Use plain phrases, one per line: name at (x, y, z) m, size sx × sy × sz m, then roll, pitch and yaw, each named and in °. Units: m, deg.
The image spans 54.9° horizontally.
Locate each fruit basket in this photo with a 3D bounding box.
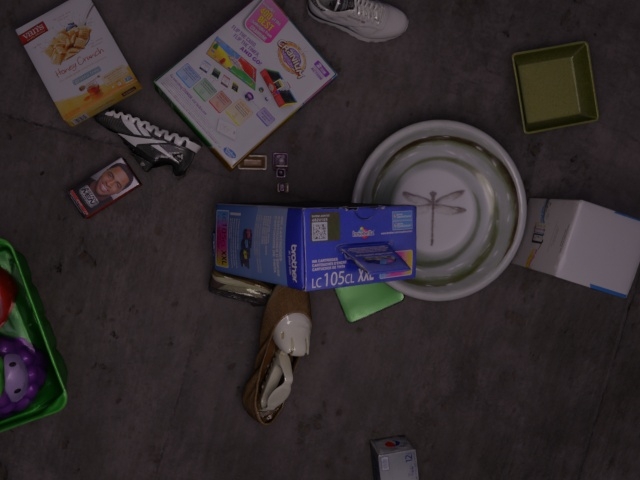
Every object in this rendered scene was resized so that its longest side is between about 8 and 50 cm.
fruit basket at (-0.679, 0.205, 1.175) m, size 0.282 × 0.392 × 0.393 m, roll -19°, pitch 95°, yaw -5°

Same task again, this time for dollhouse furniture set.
dollhouse furniture set at (-0.125, -0.153, 1.358) m, size 0.114 × 0.081 × 0.091 m, roll 1°, pitch 93°, yaw -6°

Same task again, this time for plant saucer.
plant saucer at (0.259, -0.066, 1.396) m, size 0.399 × 0.100 × 0.401 m, roll 0°, pitch 93°, yaw -6°
plant saucer at (0.541, -0.354, 1.440) m, size 0.188 × 0.045 × 0.189 m, roll -11°, pitch 95°, yaw -6°

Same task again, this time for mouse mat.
mouse mat at (0.098, 0.082, 1.434) m, size 0.152 × 0.007 × 0.190 m, roll -22°, pitch 96°, yaw -5°

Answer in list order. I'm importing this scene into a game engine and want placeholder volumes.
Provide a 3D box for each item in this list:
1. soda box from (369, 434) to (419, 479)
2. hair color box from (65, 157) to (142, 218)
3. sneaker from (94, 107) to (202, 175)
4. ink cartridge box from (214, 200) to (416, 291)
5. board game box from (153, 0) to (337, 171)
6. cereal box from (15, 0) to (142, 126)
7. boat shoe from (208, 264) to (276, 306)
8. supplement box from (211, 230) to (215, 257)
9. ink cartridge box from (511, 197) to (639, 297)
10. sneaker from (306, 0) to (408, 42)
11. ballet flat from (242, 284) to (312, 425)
soda box at (0.179, 0.608, 1.424) m, size 0.091 × 0.098 × 0.287 m, roll -7°, pitch 94°, yaw -7°
hair color box at (-0.470, -0.113, 1.341) m, size 0.141 × 0.043 × 0.072 m, roll -34°, pitch 95°, yaw -4°
sneaker at (-0.382, -0.206, 1.328) m, size 0.234 × 0.078 × 0.106 m, roll 21°, pitch 88°, yaw -9°
ink cartridge box at (0.000, 0.000, 1.185) m, size 0.269 × 0.395 × 0.151 m, roll -4°, pitch 95°, yaw -36°
board game box at (-0.158, -0.342, 1.332) m, size 0.316 × 0.064 × 0.242 m, roll -43°, pitch 96°, yaw -11°
cereal box at (-0.507, -0.381, 1.292) m, size 0.172 × 0.047 × 0.240 m, roll -31°, pitch 81°, yaw -4°
boat shoe at (-0.142, 0.110, 1.378) m, size 0.223 × 0.080 × 0.074 m, roll 17°, pitch 121°, yaw -19°
supplement box at (-0.196, 0.007, 1.357) m, size 0.083 × 0.083 × 0.056 m, roll -2°, pitch 94°, yaw -6°
ink cartridge box at (0.565, 0.009, 1.368) m, size 0.171 × 0.232 × 0.168 m, roll 16°, pitch 93°, yaw -7°
sneaker at (0.085, -0.502, 1.358) m, size 0.234 × 0.095 × 0.090 m, roll 9°, pitch 90°, yaw -8°
ballet flat at (-0.084, 0.250, 1.325) m, size 0.116 × 0.124 × 0.343 m, roll 13°, pitch 106°, yaw -29°
